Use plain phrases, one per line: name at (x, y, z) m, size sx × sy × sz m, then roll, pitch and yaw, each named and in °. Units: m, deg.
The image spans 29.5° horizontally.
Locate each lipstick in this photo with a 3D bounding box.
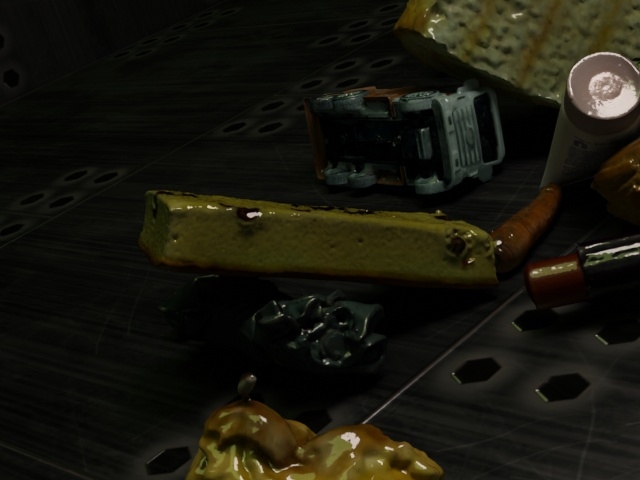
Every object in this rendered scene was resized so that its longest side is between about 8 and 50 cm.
lipstick at (0.343, 0.016, 1.152) m, size 0.300 × 0.081 × 0.081 m, roll -14°, pitch 21°, yaw 10°

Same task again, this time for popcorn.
popcorn at (-0.009, 0.205, 0.897) m, size 0.194 × 0.163 × 0.140 m, roll 17°, pitch 48°, yaw 3°

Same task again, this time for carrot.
carrot at (0.236, -0.019, 1.373) m, size 0.047 × 0.047 × 0.191 m, roll -1°, pitch 26°, yaw 38°

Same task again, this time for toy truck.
toy truck at (0.120, -0.150, 1.672) m, size 0.162 × 0.136 × 0.305 m, roll -20°, pitch 17°, yaw -32°

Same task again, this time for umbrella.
umbrella at (-0.070, 0.080, 1.290) m, size 0.349 × 0.143 × 0.094 m, roll 5°, pitch 74°, yaw 60°

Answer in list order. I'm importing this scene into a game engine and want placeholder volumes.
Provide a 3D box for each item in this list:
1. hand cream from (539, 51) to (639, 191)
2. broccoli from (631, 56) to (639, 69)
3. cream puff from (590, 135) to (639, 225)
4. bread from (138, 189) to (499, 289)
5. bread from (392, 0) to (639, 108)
hand cream at (0.321, -0.123, 1.389) m, size 0.133 × 0.083 × 0.248 m, roll -14°, pitch -21°, yaw 1°
broccoli at (0.463, -0.182, 1.429) m, size 0.176 × 0.198 × 0.226 m, roll -53°, pitch -7°, yaw -1°
cream puff at (0.367, -0.067, 1.297) m, size 0.126 × 0.103 × 0.144 m, roll -29°, pitch -4°, yaw -31°
bread at (0.000, 0.000, 1.275) m, size 0.361 × 0.077 × 0.138 m, roll 4°, pitch 7°, yaw -18°
bread at (0.310, -0.301, 1.645) m, size 0.395 × 0.239 × 0.264 m, roll 21°, pitch 4°, yaw -11°
